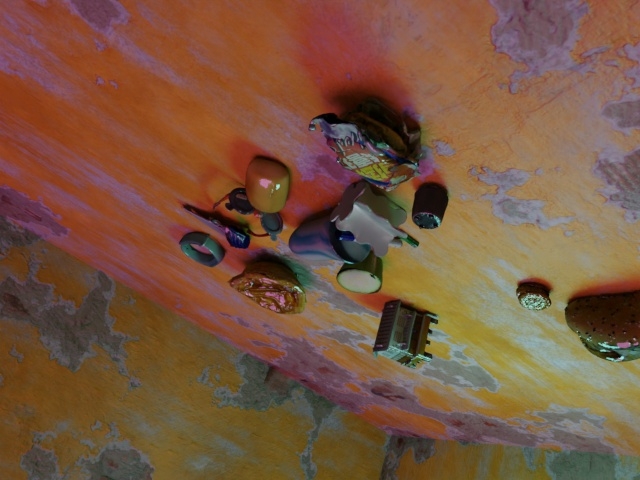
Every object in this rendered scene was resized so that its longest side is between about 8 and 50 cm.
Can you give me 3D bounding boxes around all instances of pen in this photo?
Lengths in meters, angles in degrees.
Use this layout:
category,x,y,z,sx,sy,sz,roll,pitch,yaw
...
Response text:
category,x,y,z,sx,sy,sz,roll,pitch,yaw
pen,0.158,-0.004,1.517,0.269,0.033,0.033,8,162,-37

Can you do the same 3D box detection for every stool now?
category,x,y,z,sx,sy,sz,roll,pitch,yaw
stool,0.301,-0.090,1.321,0.096,0.110,0.096,14,148,9

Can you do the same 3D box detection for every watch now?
category,x,y,z,sx,sy,sz,roll,pitch,yaw
watch,-0.532,0.039,2.154,0.195,0.068,0.237,38,151,-19

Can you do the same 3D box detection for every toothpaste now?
category,x,y,z,sx,sy,sz,roll,pitch,yaw
toothpaste,0.286,-0.005,1.560,0.083,0.017,0.020,34,151,-18

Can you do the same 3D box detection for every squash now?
category,x,y,z,sx,sy,sz,roll,pitch,yaw
squash,0.154,0.113,1.734,0.170,0.122,0.170,17,148,11

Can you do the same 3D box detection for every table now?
category,x,y,z,sx,sy,sz,roll,pitch,yaw
table,0.154,-0.061,1.421,0.198,0.166,0.166,34,148,-18

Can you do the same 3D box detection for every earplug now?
category,x,y,z,sx,sy,sz,roll,pitch,yaw
earplug,0.000,0.000,1.622,0.185,0.185,0.324,41,150,-27

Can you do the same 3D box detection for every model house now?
category,x,y,z,sx,sy,sz,roll,pitch,yaw
model house,0.340,0.389,1.958,0.215,0.224,0.198,22,152,-5

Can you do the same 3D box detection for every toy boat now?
category,x,y,z,sx,sy,sz,roll,pitch,yaw
toy boat,-0.415,-0.041,1.932,0.318,0.072,0.219,18,161,28

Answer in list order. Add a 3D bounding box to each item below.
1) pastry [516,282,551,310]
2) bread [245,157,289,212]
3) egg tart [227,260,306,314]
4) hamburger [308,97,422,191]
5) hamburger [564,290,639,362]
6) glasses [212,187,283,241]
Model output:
category,x,y,z,sx,sy,sz,roll,pitch,yaw
pastry,0.689,0.181,1.543,0.109,0.057,0.097,12,143,15
bread,-0.177,-0.167,1.547,0.147,0.098,0.217,17,151,4
egg tart,-0.207,0.200,2.092,0.339,0.153,0.351,33,148,-17
hamburger,0.130,-0.251,1.180,0.261,0.150,0.276,25,171,33
hamburger,0.880,0.265,1.429,0.288,0.192,0.167,-16,122,47
glasses,-0.286,-0.072,1.752,0.234,0.118,0.268,35,149,-24
